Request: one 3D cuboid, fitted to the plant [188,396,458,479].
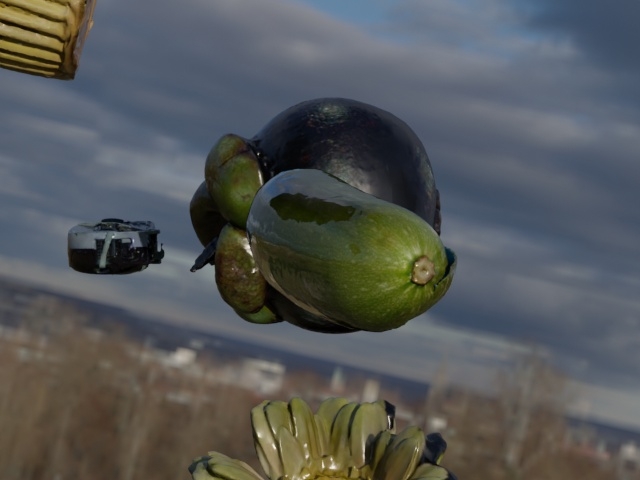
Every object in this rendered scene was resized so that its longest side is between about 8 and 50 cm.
[{"bbox_3d":[0.033,0.306,1.828,0.261,0.297,0.306,-17,19,34],"label":"plant"}]

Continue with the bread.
[{"bbox_3d":[-0.239,-0.283,1.500,0.156,0.288,0.204,16,-5,-8],"label":"bread"}]

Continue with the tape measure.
[{"bbox_3d":[-0.207,0.007,1.843,0.094,0.054,0.091,-2,9,-12],"label":"tape measure"}]

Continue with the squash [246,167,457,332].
[{"bbox_3d":[0.000,0.000,1.212,0.094,0.094,0.341,14,6,-18],"label":"squash"}]

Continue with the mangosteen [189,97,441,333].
[{"bbox_3d":[-0.004,-0.020,1.692,0.243,0.243,0.243,13,-3,1],"label":"mangosteen"}]
